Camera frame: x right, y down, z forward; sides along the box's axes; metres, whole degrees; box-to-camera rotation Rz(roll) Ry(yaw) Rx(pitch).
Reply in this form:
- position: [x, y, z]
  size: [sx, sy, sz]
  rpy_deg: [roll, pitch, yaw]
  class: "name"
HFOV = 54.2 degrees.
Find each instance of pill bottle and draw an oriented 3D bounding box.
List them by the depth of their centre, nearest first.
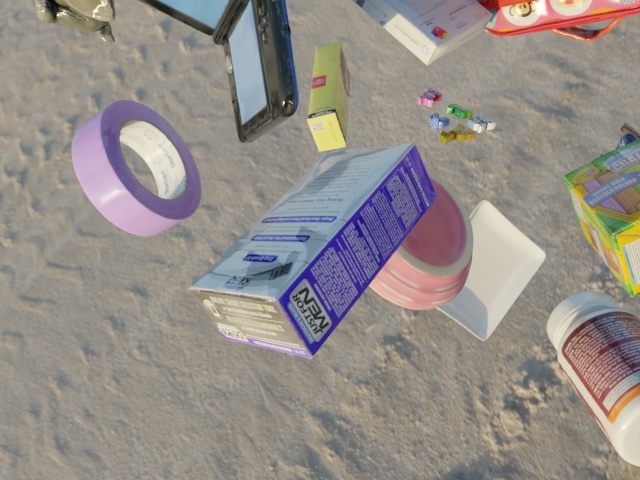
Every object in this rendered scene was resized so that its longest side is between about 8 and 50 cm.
- position: [0.693, 0.299, 1.444]
  size: [0.224, 0.224, 0.392]
  rpy_deg: [-28, 28, 9]
  class: "pill bottle"

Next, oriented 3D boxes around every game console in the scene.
- position: [-0.157, -0.256, 0.793]
  size: [0.173, 0.250, 0.293]
  rpy_deg: [-9, 4, -16]
  class: "game console"

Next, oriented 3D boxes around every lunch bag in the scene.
- position: [0.343, -0.400, 0.865]
  size: [0.293, 0.258, 0.120]
  rpy_deg: [5, 40, 44]
  class: "lunch bag"

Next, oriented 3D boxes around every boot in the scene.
- position: [0.883, -0.290, 1.765]
  size: [0.037, 0.106, 0.114]
  rpy_deg: [-50, 58, 32]
  class: "boot"

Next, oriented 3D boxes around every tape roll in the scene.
- position: [-0.375, -0.150, 1.304]
  size: [0.090, 0.275, 0.275]
  rpy_deg: [-27, 45, 25]
  class: "tape roll"

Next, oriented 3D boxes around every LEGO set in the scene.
- position: [0.336, -0.309, 1.652]
  size: [0.093, 0.087, 0.227]
  rpy_deg: [-28, 49, -31]
  class: "LEGO set"

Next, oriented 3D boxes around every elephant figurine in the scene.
- position: [-0.421, -0.479, 1.142]
  size: [0.239, 0.186, 0.169]
  rpy_deg: [-6, 97, 42]
  class: "elephant figurine"

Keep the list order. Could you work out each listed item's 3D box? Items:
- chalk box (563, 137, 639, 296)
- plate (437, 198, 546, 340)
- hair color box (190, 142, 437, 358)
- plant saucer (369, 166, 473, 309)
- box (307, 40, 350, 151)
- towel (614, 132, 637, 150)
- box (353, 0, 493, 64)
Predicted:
- position: [0.453, -0.050, 0.917]
  size: [0.132, 0.132, 0.213]
  rpy_deg: [-28, 32, 12]
  class: "chalk box"
- position: [0.393, 0.074, 1.541]
  size: [0.277, 0.278, 0.045]
  rpy_deg: [-55, 28, 1]
  class: "plate"
- position: [0.000, 0.000, 0.890]
  size: [0.185, 0.110, 0.339]
  rpy_deg: [2, 39, 46]
  class: "hair color box"
- position: [0.187, -0.030, 1.255]
  size: [0.084, 0.332, 0.332]
  rpy_deg: [-37, 34, 49]
  class: "plant saucer"
- position: [0.019, -0.286, 1.224]
  size: [0.058, 0.087, 0.232]
  rpy_deg: [-7, 50, 15]
  class: "box"
- position: [0.534, -0.127, 1.108]
  size: [0.029, 0.119, 0.067]
  rpy_deg: [-8, 52, -2]
  class: "towel"
- position: [0.136, -0.347, 0.901]
  size: [0.186, 0.038, 0.145]
  rpy_deg: [44, 56, 14]
  class: "box"
